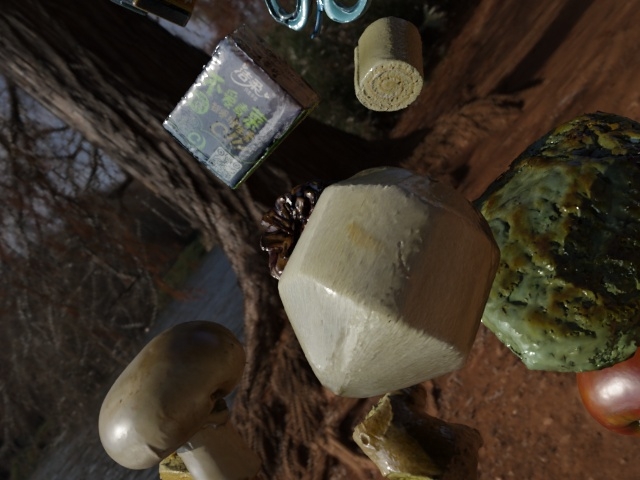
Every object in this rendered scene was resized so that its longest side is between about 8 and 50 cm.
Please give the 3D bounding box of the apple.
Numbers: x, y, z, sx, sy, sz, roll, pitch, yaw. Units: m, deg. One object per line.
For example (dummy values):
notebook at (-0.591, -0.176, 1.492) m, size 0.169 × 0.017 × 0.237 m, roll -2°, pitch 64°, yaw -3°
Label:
apple at (0.504, 0.187, 1.117) m, size 0.230 × 0.230 × 0.230 m, roll -50°, pitch 6°, yaw 8°

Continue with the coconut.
coconut at (0.074, 0.058, 0.861) m, size 0.237 × 0.238 × 0.265 m, roll 159°, pitch 132°, yaw -78°

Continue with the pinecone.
pinecone at (0.000, 0.000, 1.227) m, size 0.221 × 0.221 × 0.221 m, roll -50°, pitch 6°, yaw 8°

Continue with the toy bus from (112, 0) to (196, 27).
toy bus at (-0.359, -0.560, 1.556) m, size 0.275 × 0.139 × 0.167 m, roll 38°, pitch 108°, yaw 48°

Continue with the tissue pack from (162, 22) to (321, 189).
tissue pack at (-0.133, -0.209, 1.200) m, size 0.235 × 0.173 × 0.073 m, roll -42°, pitch 10°, yaw 40°

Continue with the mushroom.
mushroom at (-0.213, 0.298, 1.278) m, size 0.292 × 0.290 × 0.292 m, roll -45°, pitch 5°, yaw 5°

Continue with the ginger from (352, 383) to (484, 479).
ginger at (0.207, 0.404, 1.522) m, size 0.130 × 0.276 × 0.221 m, roll 105°, pitch 170°, yaw -58°

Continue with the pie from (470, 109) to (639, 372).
pie at (0.372, -0.009, 1.113) m, size 0.418 × 0.180 × 0.395 m, roll -40°, pitch 38°, yaw -12°

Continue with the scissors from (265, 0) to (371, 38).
scissors at (-0.006, -0.465, 0.970) m, size 0.032 × 0.180 × 0.392 m, roll -42°, pitch -40°, yaw -49°

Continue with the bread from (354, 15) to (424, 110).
bread at (0.144, -0.366, 1.539) m, size 0.148 × 0.134 × 0.141 m, roll -38°, pitch 40°, yaw 44°

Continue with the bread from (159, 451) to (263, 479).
bread at (-0.226, 0.557, 1.659) m, size 0.185 × 0.274 × 0.114 m, roll -9°, pitch 35°, yaw 42°
